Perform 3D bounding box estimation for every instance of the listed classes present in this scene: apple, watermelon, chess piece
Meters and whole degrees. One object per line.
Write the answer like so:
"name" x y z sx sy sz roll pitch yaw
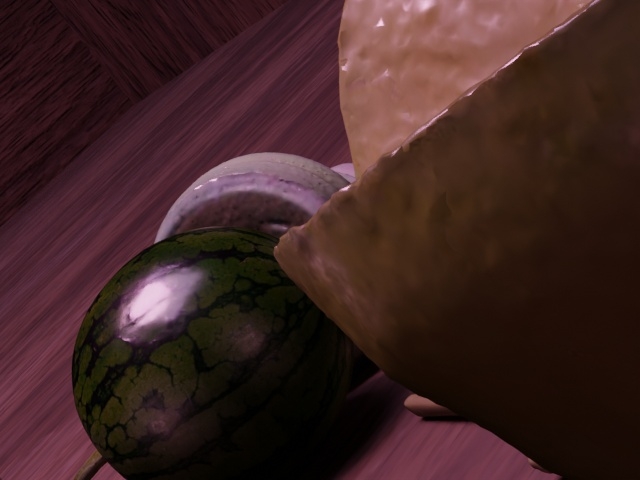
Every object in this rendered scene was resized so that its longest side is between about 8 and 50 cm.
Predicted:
"apple" 0.137 -0.050 0.589 0.258 0.233 0.295 -48 21 24
"watermelon" -0.069 0.079 0.993 0.187 0.140 0.140 -42 10 9
"chess piece" 0.000 0.000 1.180 0.139 0.139 0.272 -35 0 19

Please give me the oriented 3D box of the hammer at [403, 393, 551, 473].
"hammer" 0.074 0.079 0.838 0.060 0.028 0.195 -50 10 -19

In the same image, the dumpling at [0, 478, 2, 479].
"dumpling" -0.255 0.196 1.396 0.052 0.057 0.076 -6 32 -17
